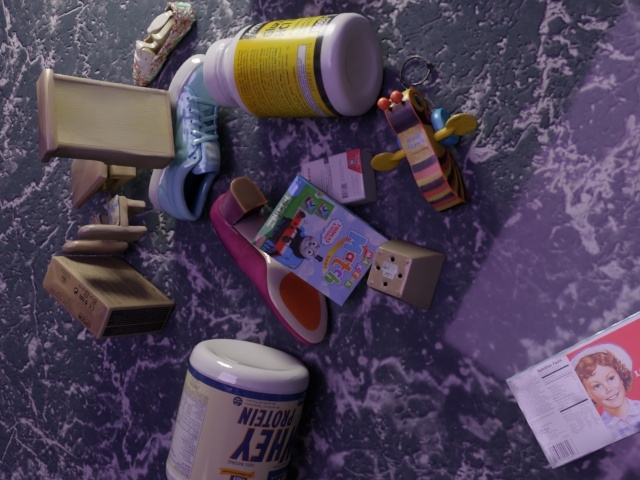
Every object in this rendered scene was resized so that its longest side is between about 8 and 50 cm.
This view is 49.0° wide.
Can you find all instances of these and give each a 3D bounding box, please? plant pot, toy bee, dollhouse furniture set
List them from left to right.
[{"bbox_3d":[-0.521,-0.190,1.550,0.394,0.256,0.362,-26,67,52],"label":"dollhouse furniture set"},{"bbox_3d":[0.145,0.059,1.267,0.109,0.096,0.109,20,98,33],"label":"plant pot"},{"bbox_3d":[0.159,-0.194,1.242,0.195,0.162,0.298,-47,63,23],"label":"toy bee"}]

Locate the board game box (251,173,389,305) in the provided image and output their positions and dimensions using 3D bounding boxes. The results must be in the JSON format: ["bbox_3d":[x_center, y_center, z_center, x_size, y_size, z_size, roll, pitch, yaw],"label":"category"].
[{"bbox_3d":[0.000,0.000,1.339,0.211,0.039,0.160,35,102,-1],"label":"board game box"}]

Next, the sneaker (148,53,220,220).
[{"bbox_3d":[-0.261,-0.214,1.546,0.150,0.135,0.366,27,112,31],"label":"sneaker"}]

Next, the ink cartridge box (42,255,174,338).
[{"bbox_3d":[-0.489,0.125,1.622,0.234,0.193,0.088,33,106,32],"label":"ink cartridge box"}]

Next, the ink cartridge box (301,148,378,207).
[{"bbox_3d":[0.037,-0.114,1.376,0.135,0.056,0.099,-11,80,32],"label":"ink cartridge box"}]

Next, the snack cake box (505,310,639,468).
[{"bbox_3d":[0.439,0.220,1.065,0.264,0.089,0.152,-35,66,26],"label":"snack cake box"}]

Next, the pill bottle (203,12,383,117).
[{"bbox_3d":[-0.061,-0.336,1.381,0.333,0.188,0.188,5,89,33],"label":"pill bottle"}]

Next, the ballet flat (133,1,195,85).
[{"bbox_3d":[-0.393,-0.476,1.679,0.241,0.077,0.091,-47,64,22],"label":"ballet flat"}]

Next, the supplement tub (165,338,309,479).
[{"bbox_3d":[-0.166,0.377,1.364,0.235,0.235,0.325,16,95,33],"label":"supplement tub"}]

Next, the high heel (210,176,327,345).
[{"bbox_3d":[-0.109,0.060,1.459,0.377,0.127,0.181,65,150,13],"label":"high heel"}]
